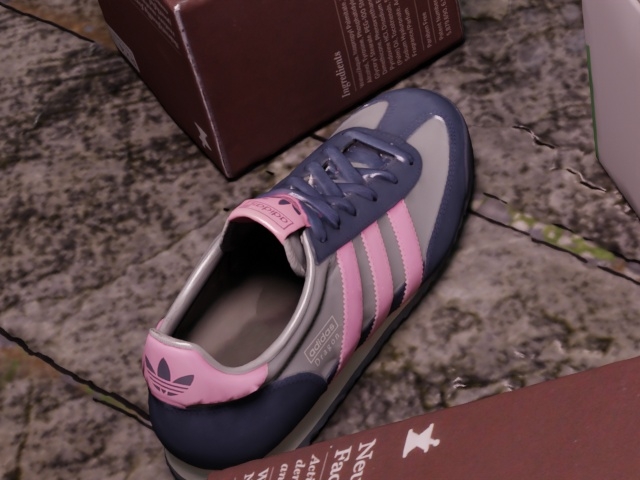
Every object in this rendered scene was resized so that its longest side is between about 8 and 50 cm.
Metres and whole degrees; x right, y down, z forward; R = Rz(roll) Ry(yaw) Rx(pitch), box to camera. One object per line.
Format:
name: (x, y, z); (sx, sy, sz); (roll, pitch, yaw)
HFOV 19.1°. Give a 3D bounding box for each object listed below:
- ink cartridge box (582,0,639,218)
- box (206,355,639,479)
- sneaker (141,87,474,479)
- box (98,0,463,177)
ink cartridge box: (0.315, -0.134, 1.153); (0.289, 0.211, 0.121); (-22, 48, -7)
box: (0.094, 0.182, 0.875); (0.381, 0.143, 0.191); (-20, 41, 38)
sneaker: (0.000, 0.000, 1.162); (0.112, 0.131, 0.319); (16, 56, 24)
box: (-0.036, -0.189, 1.302); (0.203, 0.167, 0.168); (-32, 52, -14)
